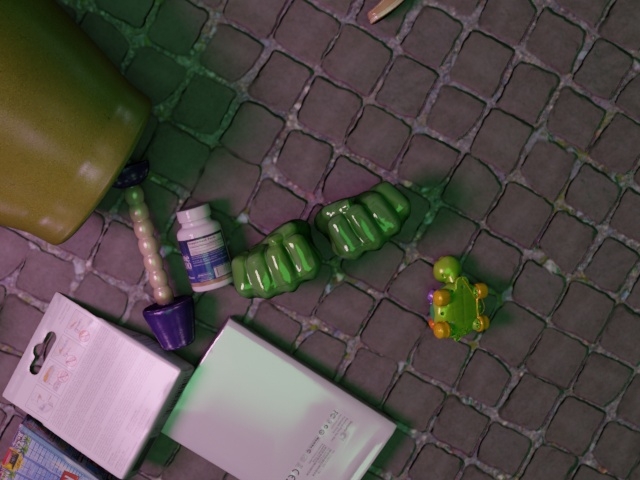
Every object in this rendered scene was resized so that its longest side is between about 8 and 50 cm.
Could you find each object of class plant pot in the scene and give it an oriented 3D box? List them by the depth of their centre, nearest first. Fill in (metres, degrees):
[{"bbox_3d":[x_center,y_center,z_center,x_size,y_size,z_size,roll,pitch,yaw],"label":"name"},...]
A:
[{"bbox_3d":[-0.423,-0.178,1.226,0.353,0.366,0.366,34,95,-20],"label":"plant pot"}]

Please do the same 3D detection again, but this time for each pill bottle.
[{"bbox_3d":[-0.171,0.009,1.396,0.067,0.067,0.120,-16,100,-2],"label":"pill bottle"}]

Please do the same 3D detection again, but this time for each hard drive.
[{"bbox_3d":[-0.066,0.280,1.461,0.307,0.040,0.203,34,95,-9],"label":"hard drive"}]

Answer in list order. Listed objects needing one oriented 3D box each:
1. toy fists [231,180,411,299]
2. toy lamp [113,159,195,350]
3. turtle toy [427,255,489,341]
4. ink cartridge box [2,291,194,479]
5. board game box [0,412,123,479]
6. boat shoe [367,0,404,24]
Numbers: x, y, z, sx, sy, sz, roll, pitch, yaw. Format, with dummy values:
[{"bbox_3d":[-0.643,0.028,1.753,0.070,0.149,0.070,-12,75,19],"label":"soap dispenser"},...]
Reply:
[{"bbox_3d":[0.000,0.000,1.372,0.279,0.142,0.096,-25,100,-1],"label":"toy fists"},{"bbox_3d":[-0.242,0.024,1.387,0.080,0.080,0.275,-16,101,-2],"label":"toy lamp"},{"bbox_3d":[0.199,0.088,1.440,0.095,0.066,0.130,-7,97,-27],"label":"turtle toy"},{"bbox_3d":[-0.330,0.211,1.424,0.232,0.066,0.189,30,95,18],"label":"ink cartridge box"},{"bbox_3d":[-0.394,0.388,1.440,0.194,0.060,0.194,25,96,-7],"label":"board game box"},{"bbox_3d":[0.112,-0.366,1.375,0.135,0.050,0.045,-44,97,-8],"label":"boat shoe"}]
